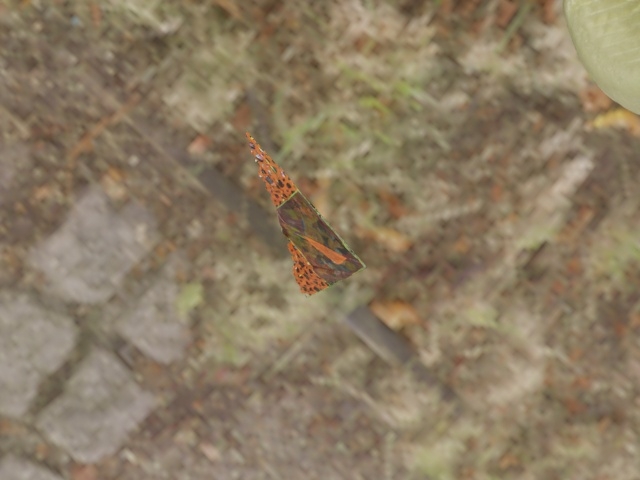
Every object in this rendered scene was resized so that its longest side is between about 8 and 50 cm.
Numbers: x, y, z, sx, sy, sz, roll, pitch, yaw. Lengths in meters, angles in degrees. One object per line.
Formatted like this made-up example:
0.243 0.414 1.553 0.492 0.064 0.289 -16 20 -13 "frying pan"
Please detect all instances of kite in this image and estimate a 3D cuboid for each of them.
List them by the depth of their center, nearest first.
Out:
-0.001 0.001 1.732 0.008 0.125 0.222 -43 137 -24 "kite"

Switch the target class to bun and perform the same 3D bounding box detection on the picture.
0.319 -0.203 1.574 0.145 0.229 0.229 4 118 -47 "bun"
